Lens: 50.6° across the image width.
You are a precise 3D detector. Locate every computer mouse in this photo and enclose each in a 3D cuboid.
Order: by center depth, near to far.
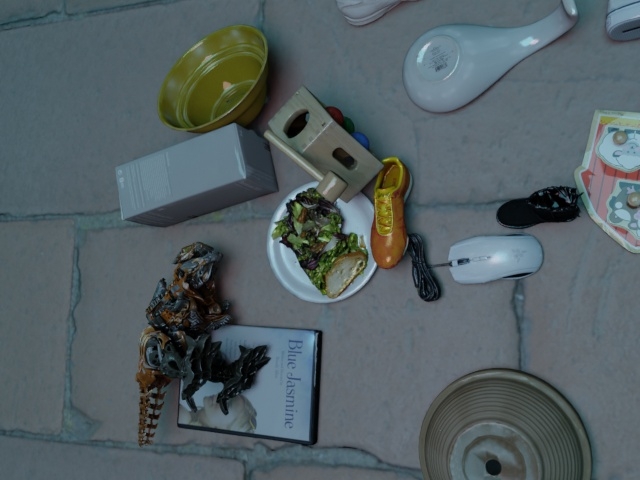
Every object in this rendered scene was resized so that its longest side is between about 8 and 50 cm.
[{"bbox_3d":[0.223,0.027,0.988,0.193,0.042,0.105,-11,80,20],"label":"computer mouse"}]

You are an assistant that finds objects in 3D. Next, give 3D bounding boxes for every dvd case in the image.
[{"bbox_3d":[-0.120,0.231,1.114,0.253,0.022,0.180,1,84,21],"label":"dvd case"}]

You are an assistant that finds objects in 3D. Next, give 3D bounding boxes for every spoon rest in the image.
[{"bbox_3d":[0.246,-0.283,1.004,0.277,0.084,0.137,-19,76,32],"label":"spoon rest"}]

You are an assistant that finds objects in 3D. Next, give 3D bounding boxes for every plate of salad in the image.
[{"bbox_3d":[0.000,0.000,1.077,0.200,0.048,0.199,-2,84,22],"label":"plate of salad"}]

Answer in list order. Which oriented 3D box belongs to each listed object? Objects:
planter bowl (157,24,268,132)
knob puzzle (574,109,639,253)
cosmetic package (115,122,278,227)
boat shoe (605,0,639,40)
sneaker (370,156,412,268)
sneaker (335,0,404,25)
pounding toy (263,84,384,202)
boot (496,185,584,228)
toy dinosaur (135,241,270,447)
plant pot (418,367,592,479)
[{"bbox_3d":[-0.157,-0.246,1.126,0.217,0.090,0.217,-16,55,24],"label":"planter bowl"},{"bbox_3d":[0.445,-0.078,0.918,0.213,0.030,0.213,-2,84,21],"label":"knob puzzle"},{"bbox_3d":[-0.205,-0.103,1.128,0.238,0.127,0.107,-14,79,22],"label":"cosmetic package"},{"bbox_3d":[0.494,-0.330,0.890,0.226,0.083,0.075,-4,75,28],"label":"boat shoe"},{"bbox_3d":[0.097,-0.042,1.014,0.064,0.067,0.175,-6,68,28],"label":"sneaker"},{"bbox_3d":[0.119,-0.413,1.048,0.212,0.094,0.080,-30,73,16],"label":"sneaker"},{"bbox_3d":[0.008,-0.139,0.974,0.094,0.181,0.206,-45,40,11],"label":"pounding toy"},{"bbox_3d":[0.300,-0.046,0.934,0.121,0.099,0.045,-2,82,21],"label":"boot"},{"bbox_3d":[-0.215,0.172,1.093,0.218,0.164,0.321,21,111,37],"label":"toy dinosaur"},{"bbox_3d":[0.242,0.297,0.917,0.238,0.110,0.237,-2,85,21],"label":"plant pot"}]
